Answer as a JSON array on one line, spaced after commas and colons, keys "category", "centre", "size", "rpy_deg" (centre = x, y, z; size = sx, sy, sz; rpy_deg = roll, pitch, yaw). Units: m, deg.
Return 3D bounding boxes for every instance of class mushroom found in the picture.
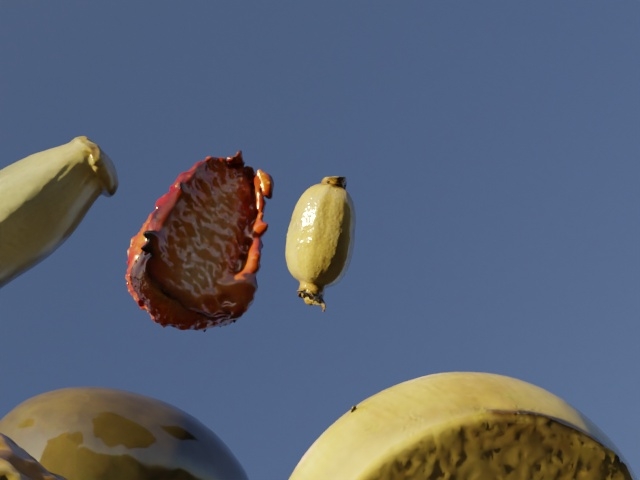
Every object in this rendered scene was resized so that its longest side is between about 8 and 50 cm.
[{"category": "mushroom", "centre": [-0.290, 0.026, 0.789], "size": [0.097, 0.109, 0.351], "rpy_deg": [50, -126, -4]}]

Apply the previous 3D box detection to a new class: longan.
[{"category": "longan", "centre": [-0.208, 0.266, 0.991], "size": [0.300, 0.243, 0.300], "rpy_deg": [0, -47, 0]}]

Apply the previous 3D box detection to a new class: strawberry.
[{"category": "strawberry", "centre": [-0.108, 0.007, 0.977], "size": [0.121, 0.188, 0.082], "rpy_deg": [35, -40, -11]}]

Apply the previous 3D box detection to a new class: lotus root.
[{"category": "lotus root", "centre": [0.000, 0.000, 1.132], "size": [0.073, 0.062, 0.150], "rpy_deg": [9, -100, 8]}]

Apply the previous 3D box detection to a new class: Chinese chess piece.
[{"category": "Chinese chess piece", "centre": [0.087, 0.207, 0.668], "size": [0.250, 0.097, 0.251], "rpy_deg": [-2, -81, -14]}]

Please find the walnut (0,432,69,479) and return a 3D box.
[{"category": "walnut", "centre": [-0.257, 0.273, 0.643], "size": [0.306, 0.306, 0.344], "rpy_deg": [27, -76, -23]}]
